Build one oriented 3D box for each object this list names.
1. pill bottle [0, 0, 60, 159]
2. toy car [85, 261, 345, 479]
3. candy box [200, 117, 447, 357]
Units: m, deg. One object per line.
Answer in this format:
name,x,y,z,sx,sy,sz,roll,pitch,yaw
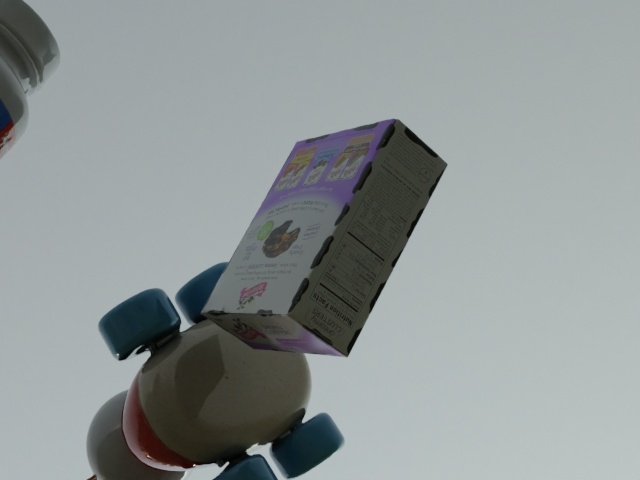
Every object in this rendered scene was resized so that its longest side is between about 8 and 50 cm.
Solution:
pill bottle,-0.294,-0.088,0.796,0.124,0.221,0.124,26,-29,16
toy car,-0.144,0.181,1.078,0.238,0.219,0.210,-38,-10,36
candy box,0.000,0.000,0.951,0.070,0.164,0.196,37,-110,-25
